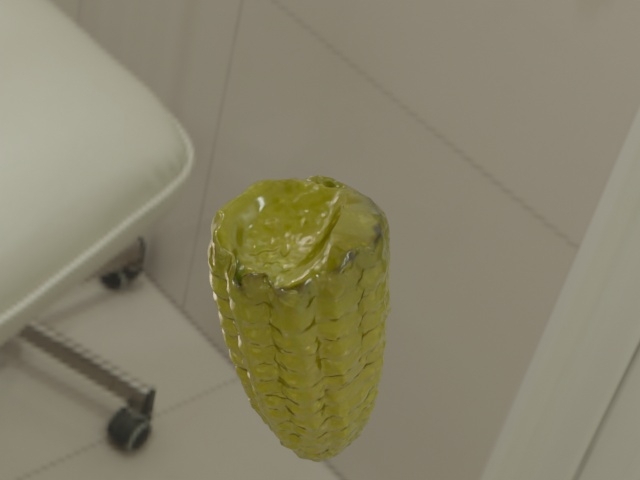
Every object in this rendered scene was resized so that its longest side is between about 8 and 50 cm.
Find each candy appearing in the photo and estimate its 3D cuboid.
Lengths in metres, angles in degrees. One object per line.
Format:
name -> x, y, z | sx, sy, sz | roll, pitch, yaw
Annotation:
candy -> -0.007, 0.057, 0.813 | 0.094, 0.199, 0.106 | 27, 53, 27
